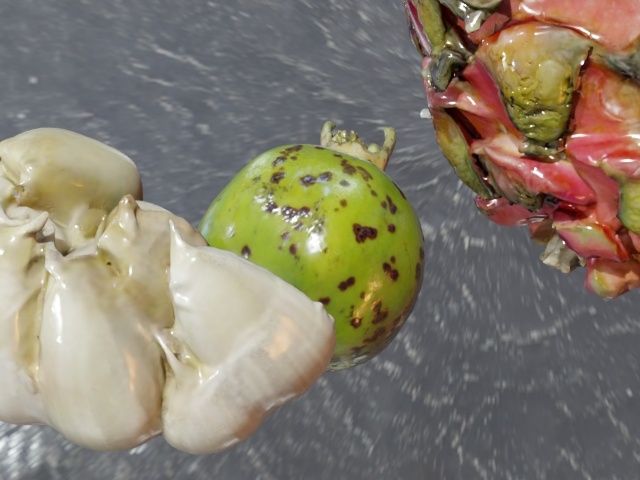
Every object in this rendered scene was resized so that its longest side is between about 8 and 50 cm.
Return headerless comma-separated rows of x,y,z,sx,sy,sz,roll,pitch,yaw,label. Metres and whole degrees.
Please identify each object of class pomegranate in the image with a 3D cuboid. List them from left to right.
-0.010,-0.002,1.419,0.198,0.246,0.198,-5,132,-5,pomegranate

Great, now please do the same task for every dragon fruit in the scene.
0.163,-0.120,0.831,0.269,0.250,0.291,-19,90,12,dragon fruit

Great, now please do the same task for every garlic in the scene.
-0.147,0.039,1.043,0.281,0.203,0.185,37,78,16,garlic
